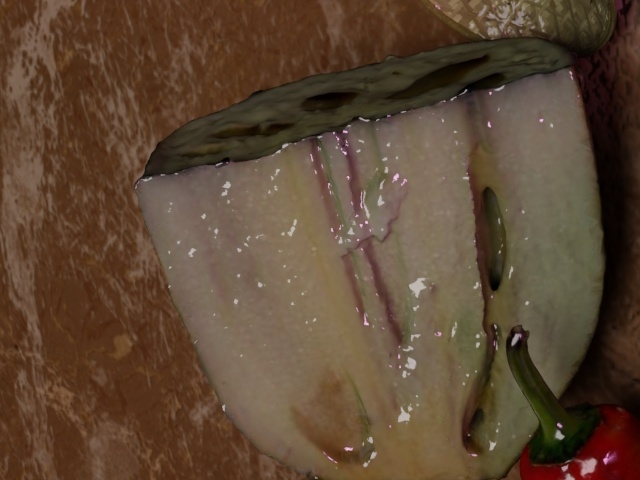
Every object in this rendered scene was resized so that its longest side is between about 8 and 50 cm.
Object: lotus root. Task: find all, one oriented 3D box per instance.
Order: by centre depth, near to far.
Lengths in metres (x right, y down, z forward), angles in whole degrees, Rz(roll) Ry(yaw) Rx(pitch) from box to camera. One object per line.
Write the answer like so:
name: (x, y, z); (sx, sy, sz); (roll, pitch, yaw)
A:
lotus root: (0.056, 0.022, 0.833); (0.267, 0.149, 0.260); (-15, 112, 9)

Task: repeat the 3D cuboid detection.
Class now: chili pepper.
chili pepper: (0.247, 0.186, 0.758); (0.368, 0.092, 0.137); (33, 134, 8)

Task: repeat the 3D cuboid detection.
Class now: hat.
hat: (0.123, -0.179, 0.783); (0.146, 0.067, 0.146); (26, 159, 11)

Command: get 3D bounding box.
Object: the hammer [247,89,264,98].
hammer: (0.000, 0.000, 0.972); (0.103, 0.029, 0.246); (-37, 77, 42)
